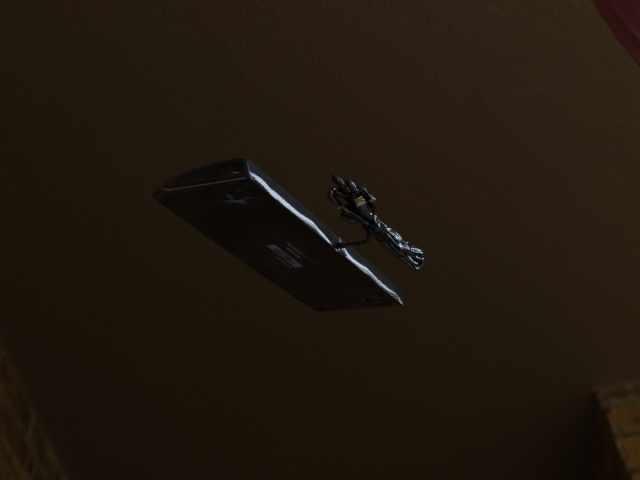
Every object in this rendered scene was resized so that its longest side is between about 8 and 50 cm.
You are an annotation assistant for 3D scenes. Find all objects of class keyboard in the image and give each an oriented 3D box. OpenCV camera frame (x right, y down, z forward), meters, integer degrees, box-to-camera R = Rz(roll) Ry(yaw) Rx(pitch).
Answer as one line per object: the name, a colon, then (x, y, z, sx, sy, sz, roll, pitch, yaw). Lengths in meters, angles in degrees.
keyboard: (0.000, 0.000, 0.933, 0.201, 0.033, 0.317, -6, -26, 30)

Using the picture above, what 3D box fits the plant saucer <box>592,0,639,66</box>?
plant saucer: (0.173, -0.156, 0.204, 0.084, 0.332, 0.332, -12, -44, -42)
